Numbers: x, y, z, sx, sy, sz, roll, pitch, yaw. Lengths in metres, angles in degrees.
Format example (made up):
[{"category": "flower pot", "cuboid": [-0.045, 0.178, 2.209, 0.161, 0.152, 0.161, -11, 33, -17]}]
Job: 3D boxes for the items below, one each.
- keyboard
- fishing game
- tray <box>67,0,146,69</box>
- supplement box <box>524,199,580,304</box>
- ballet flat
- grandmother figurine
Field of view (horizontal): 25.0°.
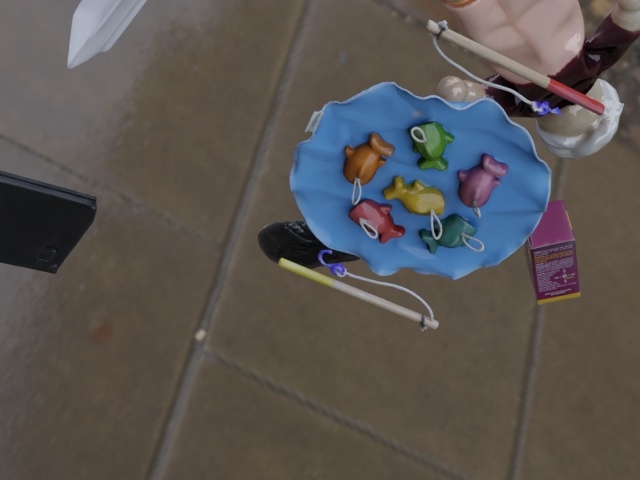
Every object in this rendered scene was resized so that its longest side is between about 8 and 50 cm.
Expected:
[{"category": "keyboard", "cuboid": [-0.412, -0.017, 1.546, 0.317, 0.201, 0.033, 16, 38, -37]}, {"category": "fishing game", "cuboid": [0.068, -0.034, 1.018, 0.189, 0.264, 0.041, 25, 43, -14]}, {"category": "tray", "cuboid": [-0.158, -0.288, 1.403, 0.030, 0.270, 0.145, 32, 22, -24]}, {"category": "supplement box", "cuboid": [0.215, 0.011, 1.350, 0.043, 0.083, 0.055, -11, 48, 5]}, {"category": "ballet flat", "cuboid": [0.000, 0.000, 1.598, 0.049, 0.173, 0.057, -35, 115, -44]}, {"category": "grandmother figurine", "cuboid": [0.207, -0.180, 1.339, 0.342, 0.208, 0.104, 48, 29, -56]}]
